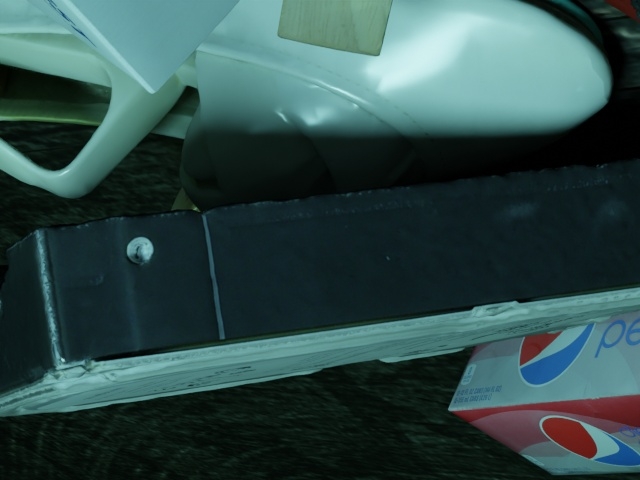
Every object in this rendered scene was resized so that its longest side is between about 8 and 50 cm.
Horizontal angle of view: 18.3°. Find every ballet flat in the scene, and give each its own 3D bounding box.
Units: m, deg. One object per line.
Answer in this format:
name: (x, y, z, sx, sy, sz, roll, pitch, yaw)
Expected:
ballet flat: (-0.064, -0.069, 0.925, 0.400, 0.139, 0.139, 13, 157, 27)

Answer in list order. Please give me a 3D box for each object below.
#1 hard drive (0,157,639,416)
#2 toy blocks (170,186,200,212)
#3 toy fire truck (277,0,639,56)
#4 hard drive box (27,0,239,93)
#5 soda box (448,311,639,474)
hard drive: (0.012, 0.023, 0.893, 0.338, 0.064, 0.237, -8, 174, -24)
toy blocks: (0.000, 0.000, 1.134, 0.148, 0.054, 0.123, 30, 158, -16)
toy fire truck: (0.070, -0.122, 0.663, 0.217, 0.158, 0.246, 30, 180, -1)
hard drive box: (-0.124, -0.165, 0.538, 0.232, 0.089, 0.181, 36, 172, 43)
soda box: (0.180, 0.064, 1.033, 0.083, 0.092, 0.263, 33, 158, -21)
